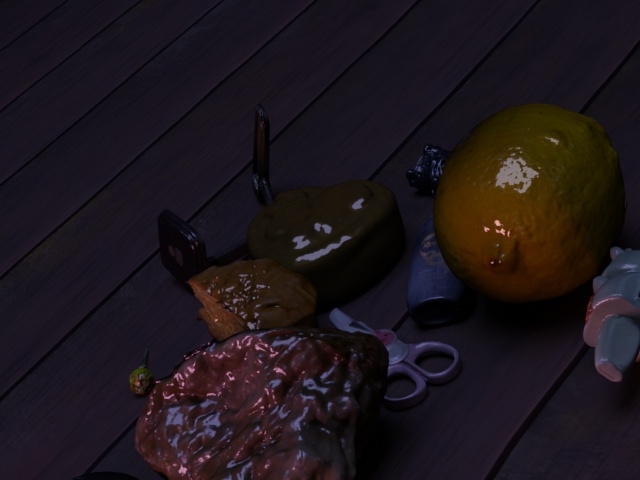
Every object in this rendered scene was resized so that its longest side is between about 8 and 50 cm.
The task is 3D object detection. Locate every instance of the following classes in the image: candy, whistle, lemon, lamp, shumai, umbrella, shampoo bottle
[{"bbox_3d":[-0.257,0.185,2.165,0.035,0.035,0.123,-10,21,1],"label":"candy"},{"bbox_3d":[0.377,0.089,1.808,0.102,0.105,0.253,10,34,17],"label":"whistle"},{"bbox_3d":[0.273,-0.046,1.952,0.260,0.260,0.284,-17,32,10],"label":"lemon"},{"bbox_3d":[-0.141,-0.071,2.339,0.124,0.203,0.283,23,46,28],"label":"lamp"},{"bbox_3d":[-0.049,0.266,1.803,0.346,0.217,0.283,-28,60,12],"label":"shumai"},{"bbox_3d":[0.216,-0.086,2.244,0.224,0.071,0.080,27,83,48],"label":"umbrella"},{"bbox_3d":[0.169,0.033,2.093,0.087,0.049,0.233,-11,31,16],"label":"shampoo bottle"}]

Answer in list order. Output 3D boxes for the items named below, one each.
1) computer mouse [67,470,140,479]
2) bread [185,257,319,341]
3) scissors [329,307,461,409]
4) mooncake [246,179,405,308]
[{"bbox_3d":[-0.293,0.367,1.812,0.170,0.100,0.269,-17,30,15],"label":"computer mouse"},{"bbox_3d":[-0.079,0.104,2.072,0.139,0.143,0.229,-24,33,-23],"label":"bread"},{"bbox_3d":[0.081,0.147,1.986,0.118,0.030,0.242,-34,35,-19],"label":"scissors"},{"bbox_3d":[0.000,0.000,2.202,0.235,0.117,0.235,-15,29,8],"label":"mooncake"}]
